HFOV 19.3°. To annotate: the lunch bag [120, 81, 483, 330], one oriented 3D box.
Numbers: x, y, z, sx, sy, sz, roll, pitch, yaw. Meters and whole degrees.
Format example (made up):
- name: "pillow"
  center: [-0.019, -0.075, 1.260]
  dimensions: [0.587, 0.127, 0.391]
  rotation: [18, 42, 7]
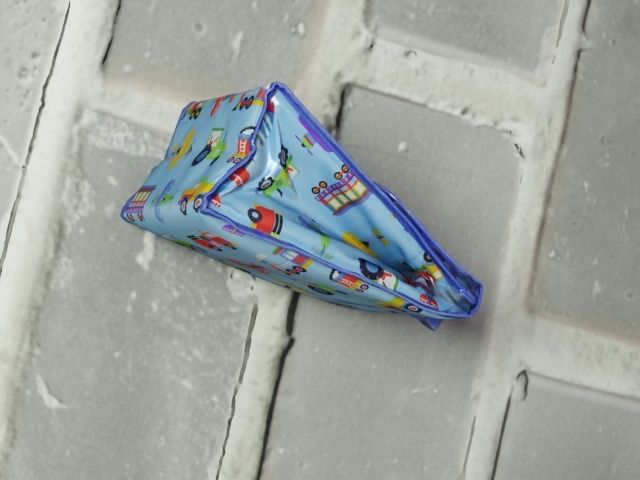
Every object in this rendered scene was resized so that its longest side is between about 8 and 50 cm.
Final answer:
- name: "lunch bag"
  center: [0.000, 0.000, 1.702]
  dimensions: [0.293, 0.221, 0.138]
  rotation: [35, 76, -20]
